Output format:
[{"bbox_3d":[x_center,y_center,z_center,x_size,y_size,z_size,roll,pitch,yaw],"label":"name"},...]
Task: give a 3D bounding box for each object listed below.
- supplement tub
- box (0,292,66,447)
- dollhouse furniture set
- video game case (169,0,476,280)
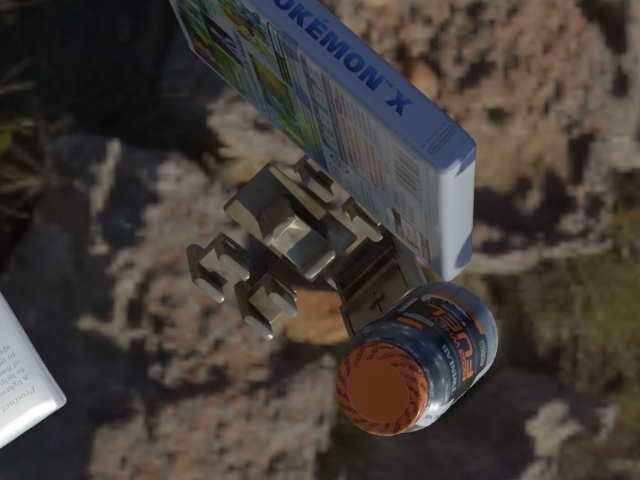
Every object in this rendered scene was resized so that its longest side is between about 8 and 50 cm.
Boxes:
[{"bbox_3d":[0.095,0.120,1.819,0.190,0.117,0.117,-34,117,-60],"label":"supplement tub"},{"bbox_3d":[-0.298,0.078,1.204,0.181,0.182,0.119,-34,130,-14],"label":"box"},{"bbox_3d":[0.000,0.000,2.032,0.212,0.161,0.242,-43,117,13],"label":"dollhouse furniture set"},{"bbox_3d":[-0.005,-0.112,1.329,0.036,0.300,0.329,-46,168,-6],"label":"video game case"}]
